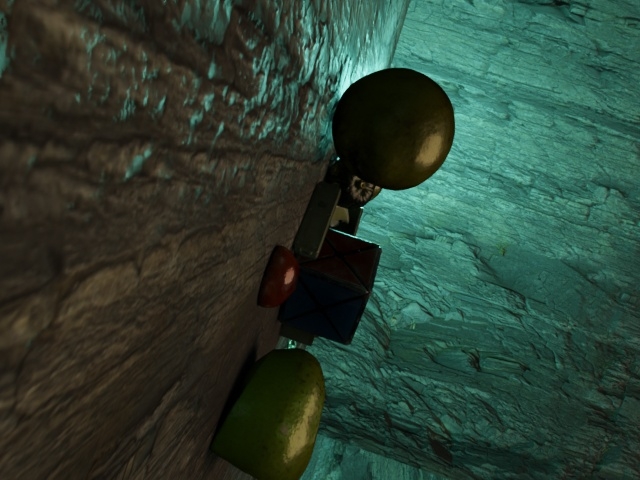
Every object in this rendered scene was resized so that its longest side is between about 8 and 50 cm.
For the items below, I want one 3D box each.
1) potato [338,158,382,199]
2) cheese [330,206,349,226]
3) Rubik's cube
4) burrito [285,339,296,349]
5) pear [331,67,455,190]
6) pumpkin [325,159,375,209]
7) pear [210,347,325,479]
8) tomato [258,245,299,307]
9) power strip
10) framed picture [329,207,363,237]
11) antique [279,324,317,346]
[{"bbox_3d":[0.160,-0.293,1.928,0.210,0.173,0.308,-144,-117,-70],"label":"potato"},{"bbox_3d":[0.054,-0.141,1.936,0.127,0.050,0.235,-22,137,-23],"label":"cheese"},{"bbox_3d":[0.029,0.137,1.642,0.255,0.259,0.260,-64,174,-53],"label":"Rubik's cube"},{"bbox_3d":[-0.135,0.478,2.213,0.074,0.044,0.118,95,16,-50],"label":"burrito"},{"bbox_3d":[0.212,-0.323,1.464,0.413,0.352,0.352,-38,151,-46],"label":"pear"},{"bbox_3d":[0.106,-0.201,1.759,0.146,0.190,0.190,-12,-124,63],"label":"pumpkin"},{"bbox_3d":[-0.100,0.427,1.298,0.318,0.238,0.342,-63,173,-16],"label":"pear"},{"bbox_3d":[-0.088,0.092,1.193,0.155,0.069,0.156,18,90,-85],"label":"tomato"},{"bbox_3d":[-0.009,-0.060,1.507,0.052,0.078,0.272,101,7,-60],"label":"power strip"},{"bbox_3d":[0.070,-0.038,2.085,0.023,0.189,0.260,4,106,-45],"label":"framed picture"},{"bbox_3d":[-0.048,0.269,1.835,0.147,0.147,0.152,-58,168,-64],"label":"antique"}]
